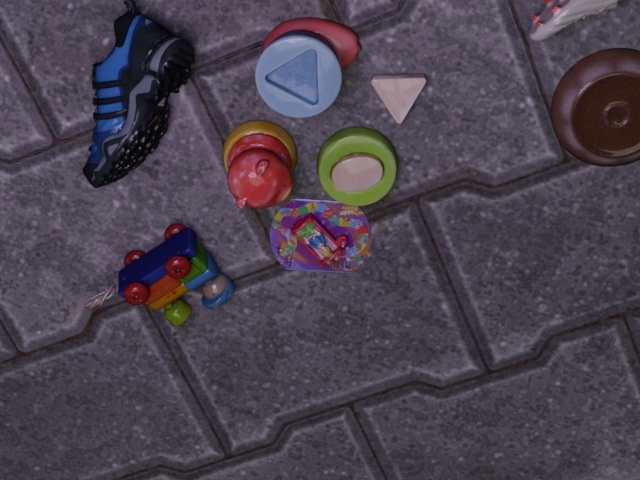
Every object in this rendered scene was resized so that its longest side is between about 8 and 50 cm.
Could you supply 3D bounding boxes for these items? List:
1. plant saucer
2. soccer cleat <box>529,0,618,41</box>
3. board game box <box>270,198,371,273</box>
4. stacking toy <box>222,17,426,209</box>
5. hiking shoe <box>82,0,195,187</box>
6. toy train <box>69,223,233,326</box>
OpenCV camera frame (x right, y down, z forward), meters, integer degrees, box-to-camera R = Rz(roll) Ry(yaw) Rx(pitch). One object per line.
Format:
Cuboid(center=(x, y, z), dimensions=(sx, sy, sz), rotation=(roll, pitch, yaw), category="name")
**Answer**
Cuboid(center=(0.458, -0.199, 2.010), dimensions=(0.198, 0.036, 0.199), rotation=(1, 117, 3), category="plant saucer")
Cuboid(center=(0.395, -0.355, 1.916), dimensions=(0.196, 0.068, 0.076), rotation=(-42, 111, 17), category="soccer cleat")
Cuboid(center=(0.000, 0.000, 2.130), dimensions=(0.168, 0.033, 0.133), rotation=(3, 117, 0), category="board game box")
Cuboid(center=(0.004, -0.165, 1.991), dimensions=(0.279, 0.130, 0.309), rotation=(17, 117, -6), category="stacking toy")
Cuboid(center=(-0.302, -0.218, 2.008), dimensions=(0.132, 0.113, 0.304), rotation=(43, 121, 15), category="hiking shoe")
Cuboid(center=(-0.277, 0.093, 2.159), dimensions=(0.248, 0.105, 0.143), rotation=(-32, 125, 17), category="toy train")
